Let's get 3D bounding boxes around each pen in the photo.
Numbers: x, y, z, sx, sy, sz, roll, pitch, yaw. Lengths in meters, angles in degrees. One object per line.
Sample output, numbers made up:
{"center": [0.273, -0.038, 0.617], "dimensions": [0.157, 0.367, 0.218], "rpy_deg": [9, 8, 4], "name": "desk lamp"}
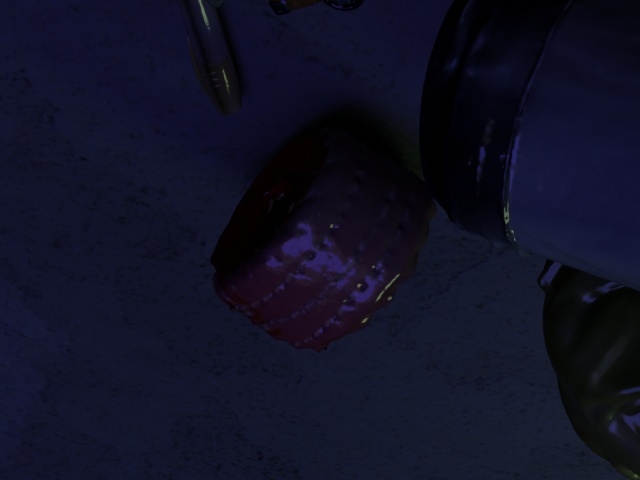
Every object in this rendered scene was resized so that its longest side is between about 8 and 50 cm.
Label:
{"center": [-0.104, -0.192, 1.519], "dimensions": [0.040, 0.032, 0.233], "rpy_deg": [25, 149, 32], "name": "pen"}

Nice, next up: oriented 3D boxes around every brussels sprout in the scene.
{"center": [0.321, 0.070, 1.454], "dimensions": [0.328, 0.247, 0.328], "rpy_deg": [3, 99, 19], "name": "brussels sprout"}

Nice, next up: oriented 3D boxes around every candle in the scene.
{"center": [0.250, -0.066, 1.274], "dimensions": [0.342, 0.221, 0.221], "rpy_deg": [19, 147, 27], "name": "candle"}

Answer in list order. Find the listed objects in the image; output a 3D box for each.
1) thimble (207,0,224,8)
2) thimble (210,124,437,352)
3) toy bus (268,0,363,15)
{"center": [-0.085, -0.232, 1.399], "dimensions": [0.062, 0.084, 0.110], "rpy_deg": [-33, 129, 5], "name": "thimble"}
{"center": [0.004, -0.006, 1.603], "dimensions": [0.125, 0.163, 0.189], "rpy_deg": [33, 127, -20], "name": "thimble"}
{"center": [0.037, -0.244, 1.331], "dimensions": [0.201, 0.098, 0.114], "rpy_deg": [-10, 134, 31], "name": "toy bus"}
